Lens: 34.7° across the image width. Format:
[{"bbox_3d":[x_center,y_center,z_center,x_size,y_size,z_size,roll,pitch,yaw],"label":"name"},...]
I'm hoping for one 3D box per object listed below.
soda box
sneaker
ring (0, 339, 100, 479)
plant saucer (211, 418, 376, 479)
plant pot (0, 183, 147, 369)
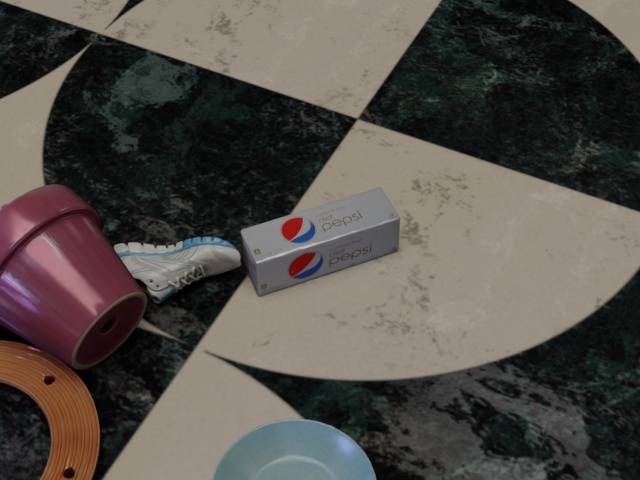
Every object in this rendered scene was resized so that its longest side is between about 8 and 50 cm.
[{"bbox_3d":[0.000,0.000,1.426,0.216,0.074,0.069,-18,51,-15],"label":"soda box"},{"bbox_3d":[-0.199,0.047,1.400,0.190,0.071,0.083,-7,55,6],"label":"sneaker"},{"bbox_3d":[-0.432,0.263,1.230,0.336,0.032,0.337,0,48,0],"label":"ring"},{"bbox_3d":[-0.031,0.300,1.189,0.195,0.037,0.195,0,49,0],"label":"plant saucer"},{"bbox_3d":[-0.330,0.060,1.309,0.180,0.201,0.201,40,59,15],"label":"plant pot"}]
